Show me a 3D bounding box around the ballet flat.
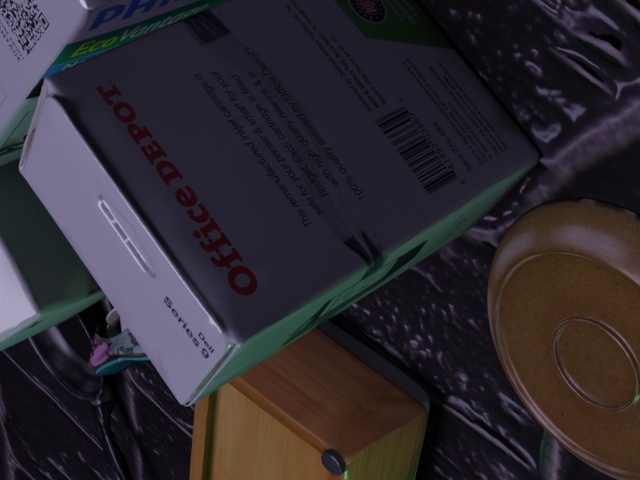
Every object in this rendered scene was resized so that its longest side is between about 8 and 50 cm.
[{"bbox_3d":[-0.216,0.108,1.461,0.221,0.077,0.079,-20,79,57],"label":"ballet flat"}]

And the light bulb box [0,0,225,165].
[{"bbox_3d":[-0.239,-0.293,1.025,0.358,0.225,0.361,61,147,0],"label":"light bulb box"}]

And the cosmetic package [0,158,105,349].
[{"bbox_3d":[-0.356,-0.083,1.241,0.156,0.217,0.385,-28,88,24],"label":"cosmetic package"}]

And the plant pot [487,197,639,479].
[{"bbox_3d":[0.204,0.084,0.901,0.236,0.032,0.236,33,139,34],"label":"plant pot"}]

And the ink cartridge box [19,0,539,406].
[{"bbox_3d":[-0.028,-0.054,0.868,0.211,0.289,0.121,54,147,10],"label":"ink cartridge box"}]

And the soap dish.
[{"bbox_3d":[-0.023,0.213,1.204,0.229,0.118,0.290,34,134,29],"label":"soap dish"}]

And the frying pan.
[{"bbox_3d":[-0.296,0.169,1.624,0.326,0.053,0.197,53,147,8],"label":"frying pan"}]
